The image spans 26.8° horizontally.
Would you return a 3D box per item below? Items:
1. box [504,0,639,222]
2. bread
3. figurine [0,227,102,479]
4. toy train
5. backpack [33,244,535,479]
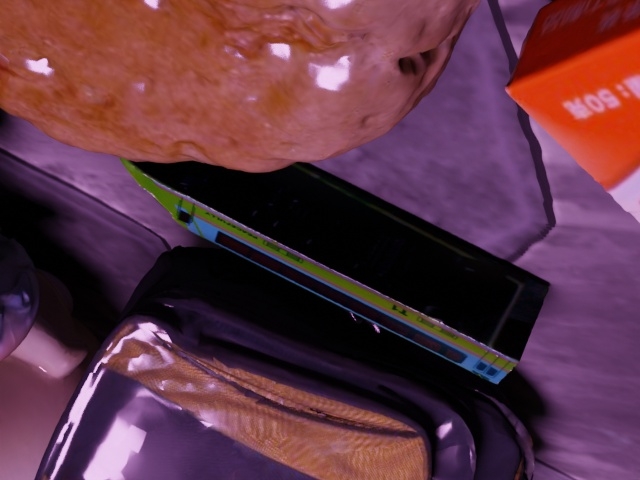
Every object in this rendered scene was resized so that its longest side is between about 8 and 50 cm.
[{"bbox_3d":[0.240,-0.015,0.410,0.265,0.048,0.273,39,147,-23],"label":"box"},{"bbox_3d":[-0.057,-0.120,0.411,0.230,0.123,0.230,17,153,9],"label":"bread"},{"bbox_3d":[-0.213,0.046,0.693,0.227,0.274,0.394,-2,129,-6],"label":"figurine"},{"bbox_3d":[0.000,0.000,0.628,0.209,0.044,0.042,27,152,1],"label":"toy train"},{"bbox_3d":[-0.008,0.112,0.697,0.258,0.133,0.206,24,112,-13],"label":"backpack"}]
